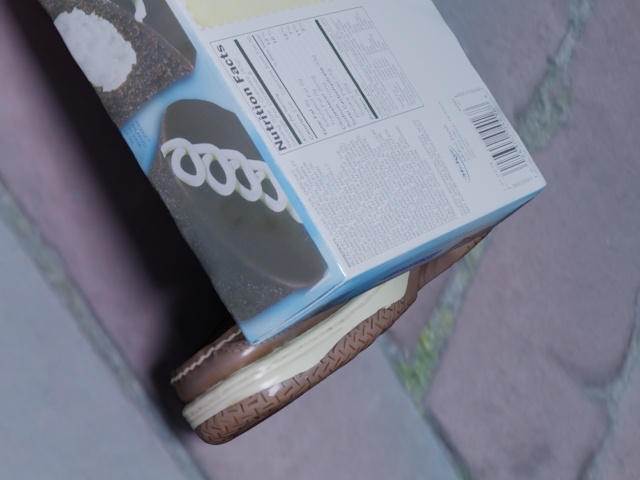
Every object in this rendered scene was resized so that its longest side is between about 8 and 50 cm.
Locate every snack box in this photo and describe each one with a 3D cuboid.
[{"bbox_3d":[-0.046,-0.126,0.791,0.322,0.060,0.187,58,33,6],"label":"snack box"}]

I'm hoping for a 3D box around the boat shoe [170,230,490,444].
[{"bbox_3d":[-0.005,0.004,0.867,0.095,0.095,0.257,53,32,-1],"label":"boat shoe"}]
